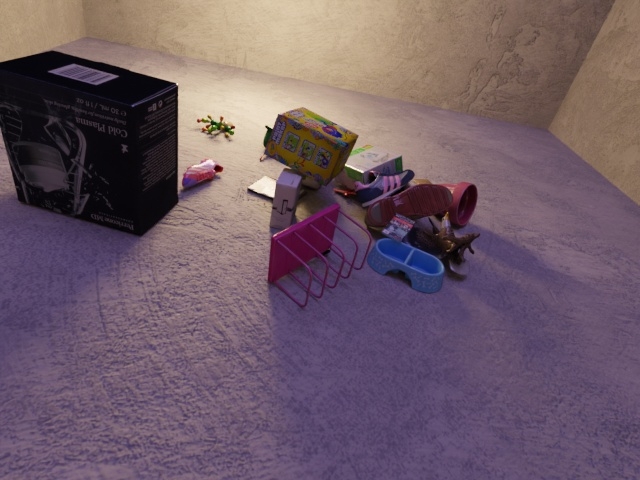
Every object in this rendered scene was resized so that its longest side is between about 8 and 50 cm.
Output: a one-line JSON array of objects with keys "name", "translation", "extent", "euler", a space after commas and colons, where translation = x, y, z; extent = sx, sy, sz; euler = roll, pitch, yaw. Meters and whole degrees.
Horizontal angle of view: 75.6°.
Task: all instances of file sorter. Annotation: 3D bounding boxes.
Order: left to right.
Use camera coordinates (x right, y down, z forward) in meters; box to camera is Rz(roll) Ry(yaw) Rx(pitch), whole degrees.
[{"name": "file sorter", "translation": [0.001, 0.052, 1.349], "extent": [0.291, 0.202, 0.182], "euler": [-30, 57, -36]}]

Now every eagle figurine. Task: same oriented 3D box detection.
[{"name": "eagle figurine", "translation": [0.479, -0.002, 1.653], "extent": [0.226, 0.298, 0.225], "euler": [40, 72, -22]}]

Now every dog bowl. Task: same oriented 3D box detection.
[{"name": "dog bowl", "translation": [0.322, 0.084, 1.544], "extent": [0.297, 0.074, 0.166], "euler": [24, 36, 17]}]

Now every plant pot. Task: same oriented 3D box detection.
[{"name": "plant pot", "translation": [0.606, -0.185, 1.934], "extent": [0.180, 0.201, 0.201], "euler": [21, 32, 39]}]

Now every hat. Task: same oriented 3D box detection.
[{"name": "hat", "translation": [-0.283, -0.495, 2.212], "extent": [0.173, 0.183, 0.208], "euler": [37, -1, 20]}]

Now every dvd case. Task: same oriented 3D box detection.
[{"name": "dvd case", "translation": [-0.195, -0.226, 1.863], "extent": [0.221, 0.018, 0.164], "euler": [22, 35, 13]}, {"name": "dvd case", "translation": [0.307, -0.050, 1.617], "extent": [0.087, 0.013, 0.119], "euler": [29, 58, 22]}]

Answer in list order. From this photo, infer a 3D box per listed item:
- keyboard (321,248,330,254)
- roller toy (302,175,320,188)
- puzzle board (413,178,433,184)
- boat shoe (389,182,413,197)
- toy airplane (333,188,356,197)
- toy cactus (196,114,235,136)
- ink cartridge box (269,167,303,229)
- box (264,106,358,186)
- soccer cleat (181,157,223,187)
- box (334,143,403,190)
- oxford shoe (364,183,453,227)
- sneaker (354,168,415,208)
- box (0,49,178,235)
[{"name": "keyboard", "translation": [0.000, 0.000, 1.606], "extent": [0.100, 0.038, 0.192], "euler": [-17, 40, -1]}, {"name": "roller toy", "translation": [-0.037, -0.347, 1.930], "extent": [0.146, 0.191, 0.209], "euler": [16, 75, 2]}, {"name": "puzzle board", "translation": [0.568, -0.295, 2.218], "extent": [0.096, 0.011, 0.128], "euler": [-3, 38, -23]}, {"name": "boat shoe", "translation": [0.343, -0.222, 1.952], "extent": [0.158, 0.127, 0.340], "euler": [-16, 30, -11]}, {"name": "toy airplane", "translation": [0.140, -0.235, 1.975], "extent": [0.151, 0.028, 0.151], "euler": [0, 31, 0]}, {"name": "toy cactus", "translation": [-0.550, -0.640, 2.278], "extent": [0.219, 0.112, 0.180], "euler": [15, 24, 18]}, {"name": "ink cartridge box", "translation": [-0.135, -0.165, 1.632], "extent": [0.086, 0.203, 0.148], "euler": [14, 34, 1]}, {"name": "box", "translation": [-0.030, -0.389, 1.674], "extent": [0.279, 0.177, 0.290], "euler": [28, 27, 4]}, {"name": "soccer cleat", "translation": [-0.515, -0.291, 1.801], "extent": [0.095, 0.083, 0.248], "euler": [21, 32, 4]}, {"name": "box", "translation": [0.221, -0.340, 1.963], "extent": [0.231, 0.126, 0.262], "euler": [-25, 35, -21]}, {"name": "oxford shoe", "translation": [0.368, -0.146, 1.760], "extent": [0.397, 0.146, 0.140], "euler": [-12, 82, -12]}, {"name": "sneaker", "translation": [0.283, -0.264, 1.810], "extent": [0.319, 0.112, 0.131], "euler": [-33, 98, -29]}, {"name": "box", "translation": [-0.773, -0.335, 1.429], "extent": [0.480, 0.471, 0.297], "euler": [15, 36, 3]}]
